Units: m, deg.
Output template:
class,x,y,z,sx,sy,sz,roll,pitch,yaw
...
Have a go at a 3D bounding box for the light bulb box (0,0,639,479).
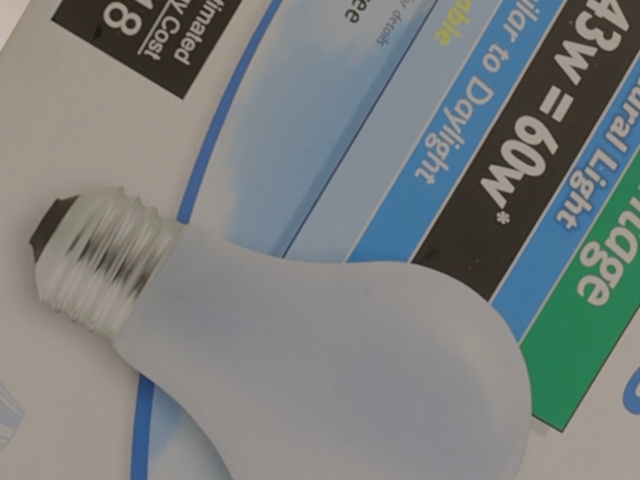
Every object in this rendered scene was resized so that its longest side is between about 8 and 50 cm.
class,x,y,z,sx,sy,sz,roll,pitch,yaw
light bulb box,0.000,0.000,0.853,0.361,0.358,0.225,30,1,-11
